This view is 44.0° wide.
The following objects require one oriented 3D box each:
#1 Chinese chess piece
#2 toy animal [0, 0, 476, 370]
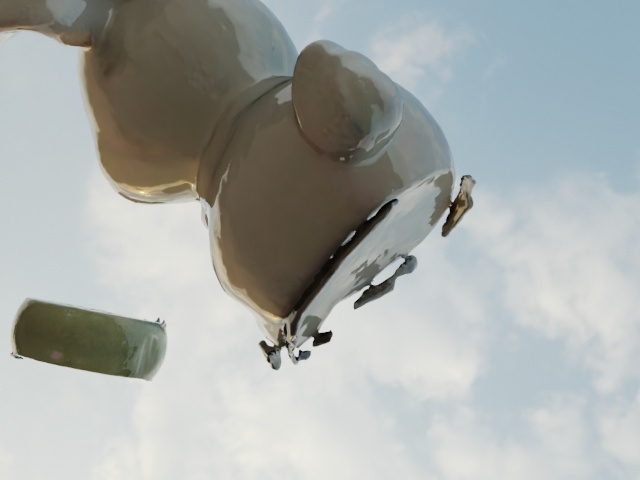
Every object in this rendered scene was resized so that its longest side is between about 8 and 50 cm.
[{"bbox_3d":[-0.284,0.120,0.982,0.188,0.188,0.083,9,-98,26],"label":"Chinese chess piece"},{"bbox_3d":[-0.064,-0.083,0.523,0.183,0.247,0.310,-45,-107,-1],"label":"toy animal"}]
